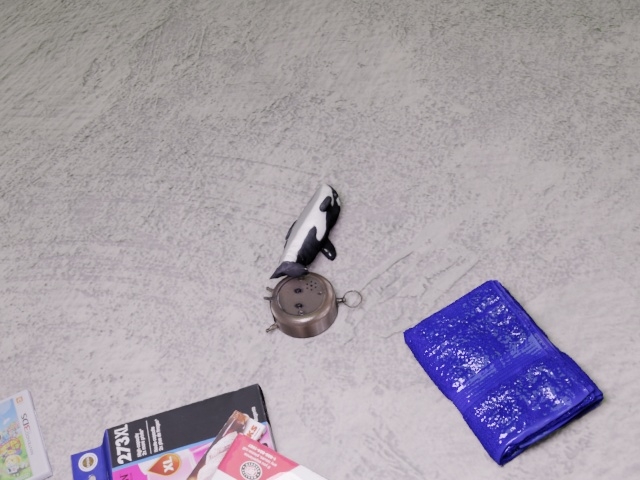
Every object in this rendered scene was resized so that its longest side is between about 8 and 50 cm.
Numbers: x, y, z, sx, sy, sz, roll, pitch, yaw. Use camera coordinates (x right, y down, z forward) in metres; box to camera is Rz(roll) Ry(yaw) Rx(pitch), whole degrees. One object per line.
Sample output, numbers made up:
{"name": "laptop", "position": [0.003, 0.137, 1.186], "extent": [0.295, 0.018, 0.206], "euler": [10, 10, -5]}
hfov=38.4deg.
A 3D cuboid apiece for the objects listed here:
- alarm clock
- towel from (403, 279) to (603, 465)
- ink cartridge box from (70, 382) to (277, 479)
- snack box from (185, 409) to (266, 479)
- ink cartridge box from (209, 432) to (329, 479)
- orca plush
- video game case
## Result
{"name": "alarm clock", "position": [-0.014, 0.119, 1.781], "extent": [0.192, 0.064, 0.129], "euler": [-5, 51, 2]}
{"name": "towel", "position": [0.317, 0.218, 1.629], "extent": [0.227, 0.076, 0.308], "euler": [-28, 52, -13]}
{"name": "ink cartridge box", "position": [-0.262, 0.388, 1.613], "extent": [0.371, 0.069, 0.176], "euler": [-18, 52, -1]}
{"name": "snack box", "position": [-0.167, 0.374, 1.551], "extent": [0.064, 0.022, 0.178], "euler": [24, 60, 24]}
{"name": "ink cartridge box", "position": [-0.103, 0.490, 1.419], "extent": [0.226, 0.131, 0.306], "euler": [26, 69, 18]}
{"name": "orca plush", "position": [0.000, 0.000, 1.841], "extent": [0.102, 0.151, 0.287], "euler": [37, 27, -11]}
{"name": "video game case", "position": [-0.617, 0.396, 1.695], "extent": [0.212, 0.023, 0.193], "euler": [-24, 52, -9]}
